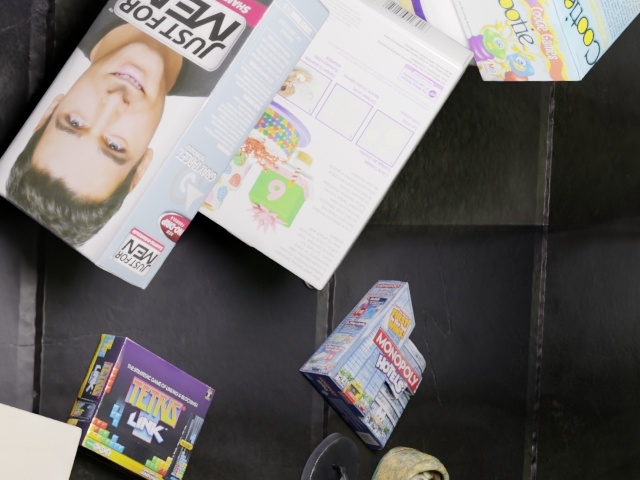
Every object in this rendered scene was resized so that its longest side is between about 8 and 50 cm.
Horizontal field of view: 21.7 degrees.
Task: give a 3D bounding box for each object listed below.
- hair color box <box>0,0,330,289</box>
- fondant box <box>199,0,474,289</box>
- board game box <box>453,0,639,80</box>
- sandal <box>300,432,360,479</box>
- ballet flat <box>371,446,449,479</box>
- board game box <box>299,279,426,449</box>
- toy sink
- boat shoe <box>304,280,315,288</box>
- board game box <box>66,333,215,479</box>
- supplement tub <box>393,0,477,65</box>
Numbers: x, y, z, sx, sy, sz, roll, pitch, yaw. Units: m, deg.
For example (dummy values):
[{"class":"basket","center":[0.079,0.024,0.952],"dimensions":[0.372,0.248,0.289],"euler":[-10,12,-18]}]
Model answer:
[{"class":"hair color box","center":[-0.178,-0.157,1.835],"dimensions":[0.374,0.185,0.113],"euler":[-56,153,-1]},{"class":"fondant box","center":[-0.008,-0.143,1.975],"dimensions":[0.330,0.238,0.096],"euler":[-58,178,22]},{"class":"board game box","center":[0.295,-0.321,1.973],"dimensions":[0.275,0.142,0.144],"euler":[-46,125,-35]},{"class":"sandal","center":[0.004,0.388,2.270],"dimensions":[0.097,0.054,0.254],"euler":[36,68,-43]},{"class":"ballet flat","center":[0.082,0.447,2.317],"dimensions":[0.123,0.123,0.348],"euler":[46,61,-39]},{"class":"board game box","center":[0.083,0.163,2.335],"dimensions":[0.194,0.060,0.194],"euler":[51,59,-37]},{"class":"toy sink","center":[-0.395,0.240,1.774],"dimensions":[0.234,0.131,0.153],"euler":[26,74,-50]},{"class":"boat shoe","center":[-0.001,0.000,2.245],"dimensions":[0.049,0.042,0.133],"euler":[-4,97,-49]},{"class":"board game box","center":[-0.218,0.211,2.022],"dimensions":[0.170,0.048,0.141],"euler":[36,69,-43]},{"class":"supplement tub","center":[0.096,-0.338,2.107],"dimensions":[0.241,0.331,0.241],"euler":[-6,98,-47]}]
